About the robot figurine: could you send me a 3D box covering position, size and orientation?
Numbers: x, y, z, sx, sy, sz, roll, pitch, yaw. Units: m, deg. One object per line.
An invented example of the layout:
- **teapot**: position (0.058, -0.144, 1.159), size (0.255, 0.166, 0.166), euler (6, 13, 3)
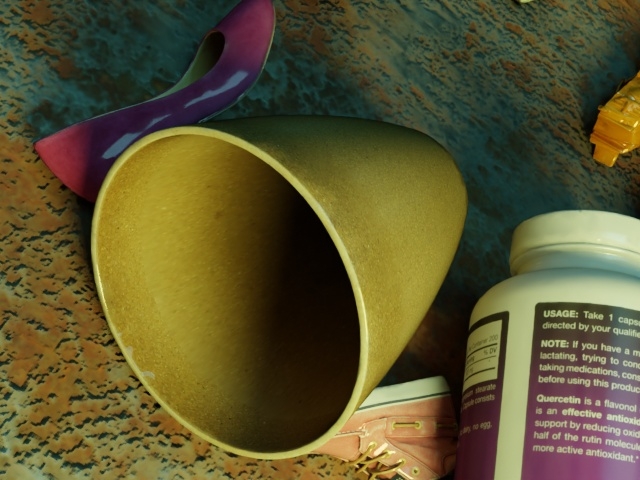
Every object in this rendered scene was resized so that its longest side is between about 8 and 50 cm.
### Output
- **robot figurine**: position (0.427, -0.152, 1.129), size (0.211, 0.085, 0.291), euler (36, 51, 25)

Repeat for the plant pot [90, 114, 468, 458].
- **plant pot**: position (0.000, 0.000, 0.790), size (0.254, 0.237, 0.237), euler (-30, 86, -50)

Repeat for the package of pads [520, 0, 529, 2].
- **package of pads**: position (0.286, -0.414, 1.174), size (0.297, 0.101, 0.229), euler (-24, 84, -35)

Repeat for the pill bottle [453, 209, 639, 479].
- **pill bottle**: position (0.197, 0.148, 0.795), size (0.182, 0.181, 0.322), euler (19, 66, -21)

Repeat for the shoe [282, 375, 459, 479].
- **shoe**: position (0.043, 0.162, 0.819), size (0.178, 0.063, 0.081), euler (-6, 69, -37)

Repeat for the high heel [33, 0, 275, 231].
- **high heel**: position (-0.126, -0.130, 0.839), size (0.117, 0.082, 0.244), euler (37, 69, -23)
